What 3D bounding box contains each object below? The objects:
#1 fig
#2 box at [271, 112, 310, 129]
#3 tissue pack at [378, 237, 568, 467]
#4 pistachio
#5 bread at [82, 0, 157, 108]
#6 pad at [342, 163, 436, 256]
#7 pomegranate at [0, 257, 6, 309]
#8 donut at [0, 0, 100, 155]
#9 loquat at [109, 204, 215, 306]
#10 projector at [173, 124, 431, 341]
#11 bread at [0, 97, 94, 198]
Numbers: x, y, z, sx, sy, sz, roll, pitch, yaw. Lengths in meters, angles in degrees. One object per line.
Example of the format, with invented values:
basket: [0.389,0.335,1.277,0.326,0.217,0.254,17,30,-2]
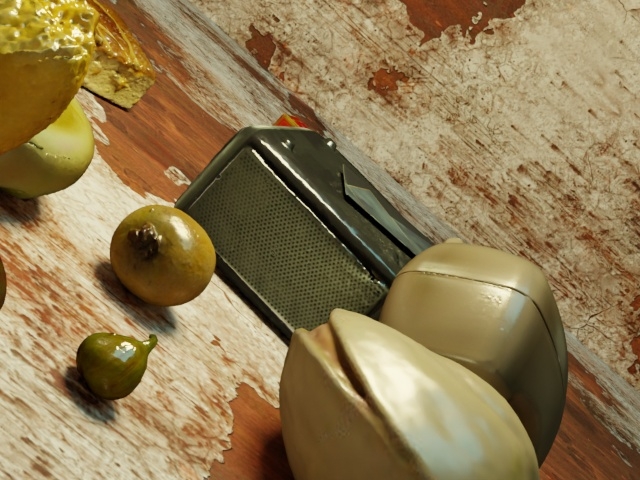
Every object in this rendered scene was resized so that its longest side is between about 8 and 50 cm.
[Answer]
fig: [-0.233,0.139,1.364,0.082,0.098,0.084,64,-7,-4]
box: [-0.020,-0.079,2.357,0.313,0.197,0.089,46,14,13]
tissue pack: [0.250,0.187,1.856,0.267,0.276,0.387,10,-38,29]
pistachio: [0.106,0.267,1.518,0.365,0.281,0.445,56,-1,-36]
bread: [-0.453,-0.397,2.311,0.185,0.114,0.274,27,19,-48]
pad: [0.129,-0.033,2.062,0.243,0.004,0.163,41,16,-17]
pomegranate: [-0.388,0.045,1.210,0.130,0.130,0.130,39,15,-12]
donut: [-0.471,-0.224,1.270,0.435,0.378,0.163,36,29,-42]
loquat: [-0.222,0.022,1.652,0.163,0.137,0.163,56,11,-17]
projector: [0.000,0.000,2.096,0.405,0.242,0.395,46,13,8]
bread: [-0.405,-0.125,1.597,0.156,0.158,0.261,58,17,15]
